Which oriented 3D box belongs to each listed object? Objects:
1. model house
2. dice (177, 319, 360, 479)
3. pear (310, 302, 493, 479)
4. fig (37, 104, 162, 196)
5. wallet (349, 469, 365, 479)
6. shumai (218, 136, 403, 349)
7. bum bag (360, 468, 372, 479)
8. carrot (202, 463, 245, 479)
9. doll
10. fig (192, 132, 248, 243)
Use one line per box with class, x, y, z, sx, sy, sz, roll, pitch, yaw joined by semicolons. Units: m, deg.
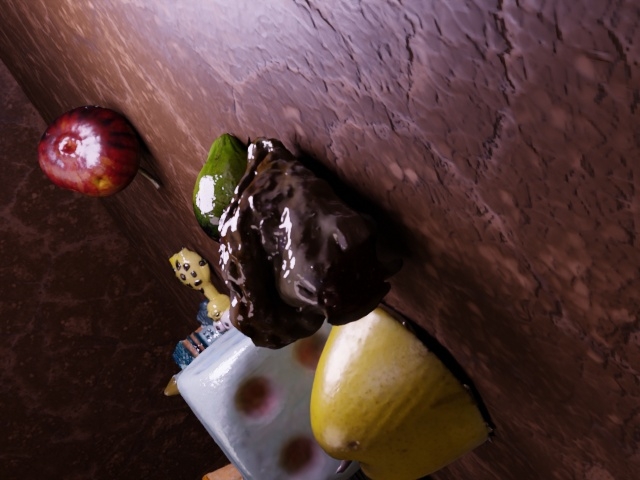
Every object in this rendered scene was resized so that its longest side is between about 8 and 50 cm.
model house;-0.339;0.349;2.074;0.253;0.291;0.184;43;166;26
dice;-0.056;0.252;1.164;0.263;0.268;0.264;53;164;-6
pear;0.073;0.215;0.926;0.267;0.178;0.267;42;157;23
fig;-0.459;-0.188;1.503;0.249;0.203;0.187;-31;-62;-74
wallet;0.023;0.387;1.520;0.317;0.044;0.169;57;-170;-13
shumai;0.001;0.004;0.784;0.185;0.218;0.184;0;145;17
bum bag;0.129;0.448;1.407;0.326;0.079;0.142;61;158;10
carrot;-0.069;0.427;1.334;0.139;0.301;0.139;45;143;49
doll;-0.280;0.139;1.824;0.117;0.086;0.291;-28;103;43
fig;-0.109;-0.070;0.955;0.123;0.123;0.156;97;171;-67
